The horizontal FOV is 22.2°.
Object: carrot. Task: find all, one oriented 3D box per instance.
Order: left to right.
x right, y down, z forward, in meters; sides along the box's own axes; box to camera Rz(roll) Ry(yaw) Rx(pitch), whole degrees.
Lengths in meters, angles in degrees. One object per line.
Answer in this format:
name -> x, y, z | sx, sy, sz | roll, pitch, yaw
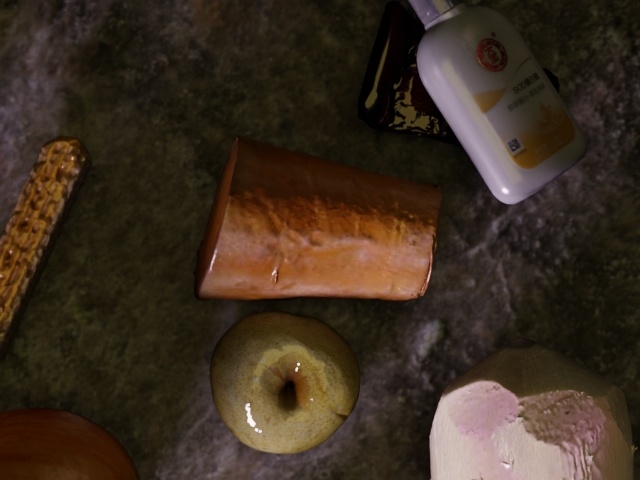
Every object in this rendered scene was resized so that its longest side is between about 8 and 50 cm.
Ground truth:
carrot -> 0.000, 0.000, 1.814 | 0.254, 0.196, 0.196 | 12, 83, -9

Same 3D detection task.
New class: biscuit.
biscuit -> -0.351, 0.060, 1.813 | 0.054, 0.094, 0.379 | 24, 82, -3
biscuit -> 0.158, -0.166, 1.900 | 0.235, 0.063, 0.151 | 21, 83, -11

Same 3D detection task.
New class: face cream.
face cream -> 0.182, -0.189, 1.842 | 0.144, 0.071, 0.291 | -31, 90, -29

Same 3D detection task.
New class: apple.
apple -> -0.310, 0.315, 1.700 | 0.233, 0.286, 0.286 | 8, 83, -8

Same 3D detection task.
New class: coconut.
coconut -> 0.234, 0.221, 1.786 | 0.227, 0.227, 0.231 | -1, 91, -6

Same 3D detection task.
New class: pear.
pear -> -0.039, 0.156, 1.812 | 0.167, 0.136, 0.167 | 0, 87, -7
